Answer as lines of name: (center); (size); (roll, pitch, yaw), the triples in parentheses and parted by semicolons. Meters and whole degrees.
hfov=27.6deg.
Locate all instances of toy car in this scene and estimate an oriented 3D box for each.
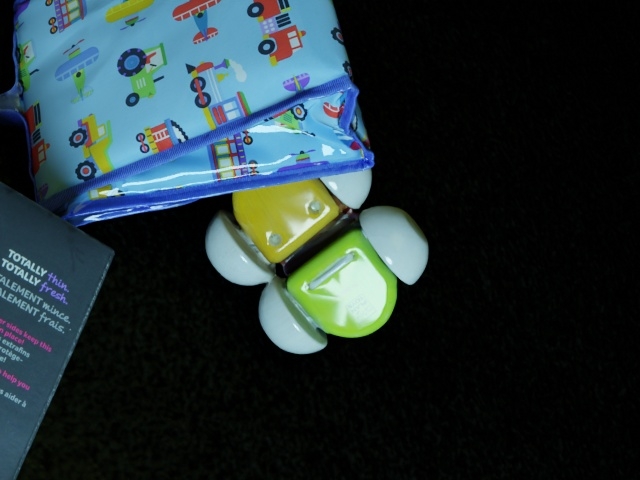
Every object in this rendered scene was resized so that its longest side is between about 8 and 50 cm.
toy car: (0.000, 0.000, 1.153); (0.182, 0.159, 0.136); (52, 11, -1)

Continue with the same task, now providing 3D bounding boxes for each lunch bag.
lunch bag: (-0.128, -0.142, 1.061); (0.293, 0.138, 0.221); (-16, 63, 2)

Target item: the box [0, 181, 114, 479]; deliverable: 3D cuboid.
box: (-0.279, 0.095, 0.877); (0.165, 0.143, 0.270); (34, 51, -20)
